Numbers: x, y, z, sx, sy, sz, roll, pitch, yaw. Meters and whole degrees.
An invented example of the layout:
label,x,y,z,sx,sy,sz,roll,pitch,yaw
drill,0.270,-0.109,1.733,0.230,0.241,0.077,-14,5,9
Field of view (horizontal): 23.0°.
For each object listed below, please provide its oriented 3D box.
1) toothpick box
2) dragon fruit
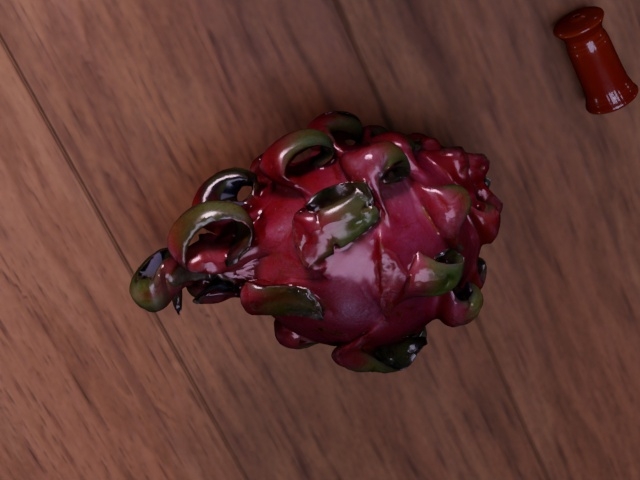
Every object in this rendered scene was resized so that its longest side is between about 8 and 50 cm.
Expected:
label,x,y,z,sx,sy,sz,roll,pitch,yaw
toothpick box,0.227,-0.150,1.296,0.047,0.047,0.083,-28,115,2
dragon fruit,0.005,-0.007,1.247,0.273,0.218,0.198,18,64,-13
